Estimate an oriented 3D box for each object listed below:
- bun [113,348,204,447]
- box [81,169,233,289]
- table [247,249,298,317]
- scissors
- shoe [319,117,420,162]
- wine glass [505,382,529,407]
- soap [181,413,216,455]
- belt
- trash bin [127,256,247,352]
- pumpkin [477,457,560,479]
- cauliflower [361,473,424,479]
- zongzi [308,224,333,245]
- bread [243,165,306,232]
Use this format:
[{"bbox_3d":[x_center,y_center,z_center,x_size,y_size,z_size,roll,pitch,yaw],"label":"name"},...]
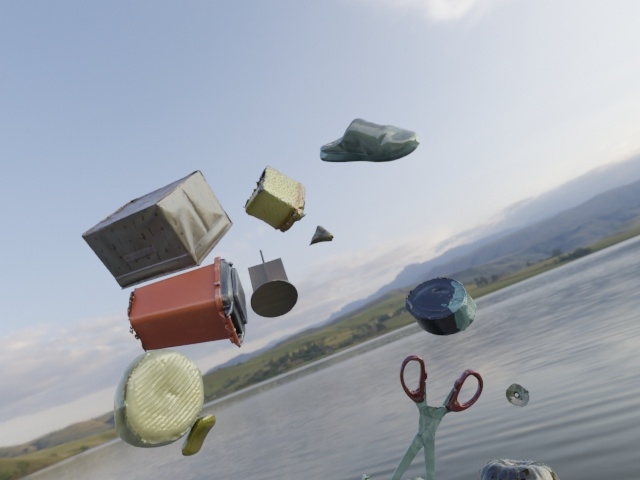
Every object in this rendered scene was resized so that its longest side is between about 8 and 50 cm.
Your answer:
[{"bbox_3d":[-0.495,0.474,1.281,0.146,0.287,0.287,-25,-14,39],"label":"bun"},{"bbox_3d":[-0.439,-0.031,1.161,0.297,0.190,0.225,-16,25,24],"label":"box"},{"bbox_3d":[-0.187,0.145,1.543,0.167,0.227,0.167,-8,-56,-13],"label":"table"},{"bbox_3d":[0.186,0.331,0.735,0.144,0.248,0.017,14,2,2],"label":"scissors"},{"bbox_3d":[0.101,-0.235,0.964,0.251,0.100,0.103,-1,34,33],"label":"shoe"},{"bbox_3d":[0.593,0.471,1.278,0.066,0.066,0.198,-25,-27,12],"label":"wine glass"},{"bbox_3d":[-0.382,0.606,1.321,0.140,0.045,0.089,-60,-21,-7],"label":"soap"},{"bbox_3d":[0.323,0.173,1.127,0.151,0.078,0.198,-44,22,-15],"label":"belt"},{"bbox_3d":[-0.293,0.163,0.956,0.238,0.184,0.161,-14,-51,-6],"label":"trash bin"},{"bbox_3d":[0.607,0.773,1.280,0.260,0.189,0.260,2,-19,1],"label":"pumpkin"},{"bbox_3d":[0.271,0.941,1.422,0.281,0.327,0.260,-9,26,17],"label":"cauliflower"},{"bbox_3d":[0.000,0.000,1.431,0.040,0.076,0.083,23,-78,-47],"label":"zongzi"},{"bbox_3d":[-0.115,-0.116,1.156,0.147,0.152,0.127,31,-41,-23],"label":"bread"}]
